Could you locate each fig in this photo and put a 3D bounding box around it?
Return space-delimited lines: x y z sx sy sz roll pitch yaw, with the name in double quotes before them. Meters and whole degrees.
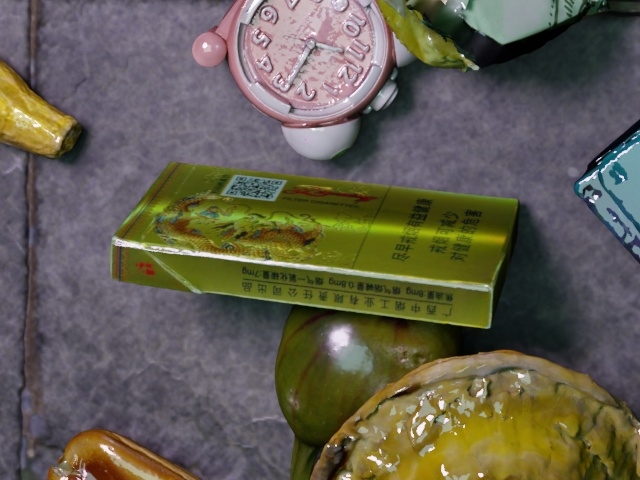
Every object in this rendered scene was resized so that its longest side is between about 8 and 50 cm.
"fig" 0.016 0.136 1.633 0.151 0.151 0.259 34 129 6

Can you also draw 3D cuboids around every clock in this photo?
"clock" -0.004 -0.166 1.605 0.162 0.093 0.166 37 100 -4

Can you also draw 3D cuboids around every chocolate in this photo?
"chocolate" -0.311 -0.140 1.675 0.219 0.085 0.085 28 101 5

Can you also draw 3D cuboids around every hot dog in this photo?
"hot dog" -0.125 0.255 1.683 0.249 0.068 0.100 32 91 5

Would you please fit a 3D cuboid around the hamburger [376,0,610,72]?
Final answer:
"hamburger" 0.102 -0.233 1.520 0.235 0.125 0.214 -28 87 -25

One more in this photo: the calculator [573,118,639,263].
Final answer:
"calculator" 0.385 -0.042 1.547 0.274 0.058 0.248 -41 88 13

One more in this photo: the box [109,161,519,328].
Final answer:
"box" 0.000 0.000 1.573 0.311 0.173 0.043 7 116 10

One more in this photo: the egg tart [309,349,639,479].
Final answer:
"egg tart" 0.135 0.222 1.544 0.295 0.116 0.295 -5 127 -7
